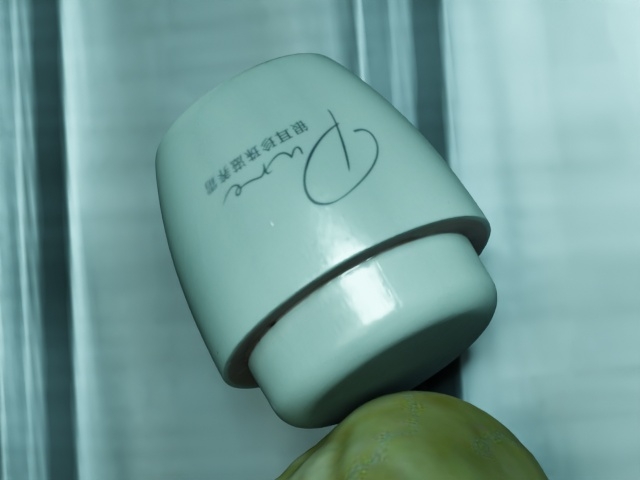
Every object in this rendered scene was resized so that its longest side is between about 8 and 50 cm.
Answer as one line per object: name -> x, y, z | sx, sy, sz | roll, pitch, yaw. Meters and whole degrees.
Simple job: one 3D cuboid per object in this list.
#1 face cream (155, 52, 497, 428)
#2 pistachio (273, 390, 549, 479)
face cream -> 0.000, 0.000, 0.535 | 0.091, 0.091, 0.095 | -35, 71, 13
pistachio -> 0.029, 0.137, 0.519 | 0.108, 0.126, 0.186 | -9, 89, 59
